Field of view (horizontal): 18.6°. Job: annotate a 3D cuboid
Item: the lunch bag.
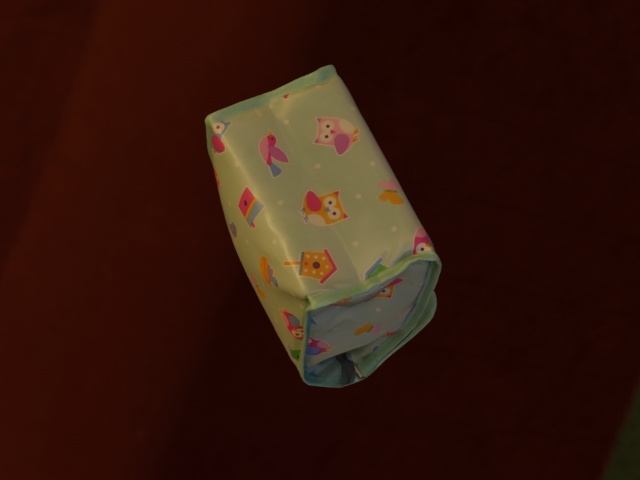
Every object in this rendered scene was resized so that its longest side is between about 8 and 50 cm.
[{"bbox_3d":[0.000,0.000,1.818,0.160,0.262,0.223,-24,69,-11],"label":"lunch bag"}]
